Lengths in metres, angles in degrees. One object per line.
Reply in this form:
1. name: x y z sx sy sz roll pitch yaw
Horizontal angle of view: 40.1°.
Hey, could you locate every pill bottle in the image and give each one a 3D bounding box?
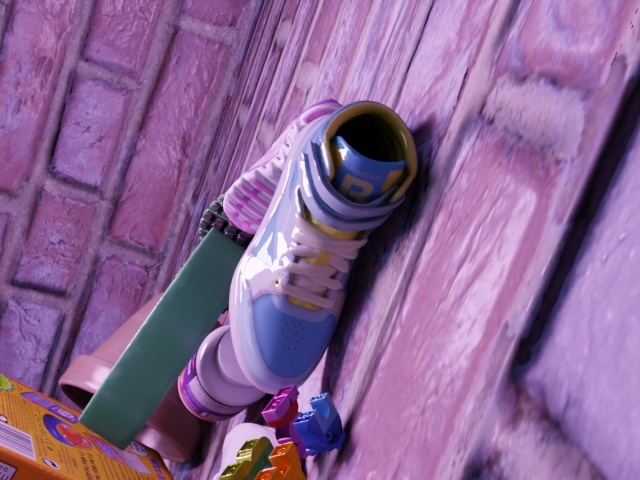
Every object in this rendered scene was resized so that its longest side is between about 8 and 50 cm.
1. pill bottle: -0.120 0.173 1.165 0.193 0.108 0.108 134 150 -61

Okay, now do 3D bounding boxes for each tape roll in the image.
1. tape roll: -0.210 0.133 1.214 0.321 0.077 0.321 -55 4 6

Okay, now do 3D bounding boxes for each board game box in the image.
1. board game box: -0.437 0.450 1.269 0.356 0.356 0.356 -58 24 -4

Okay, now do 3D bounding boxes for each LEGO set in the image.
1. LEGO set: -0.027 0.223 0.795 0.087 0.093 0.227 -20 13 30

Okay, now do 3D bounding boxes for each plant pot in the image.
1. plant pot: -0.278 0.224 1.519 0.229 0.263 0.263 -58 7 -26

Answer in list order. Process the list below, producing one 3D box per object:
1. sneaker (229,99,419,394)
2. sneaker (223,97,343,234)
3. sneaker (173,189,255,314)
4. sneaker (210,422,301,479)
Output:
1. sneaker: 0.000 0.000 0.883 0.208 0.127 0.319 155 130 -73
2. sneaker: -0.036 -0.104 1.179 0.236 0.095 0.104 -43 18 27
3. sneaker: -0.123 -0.019 1.369 0.343 0.134 0.146 -42 17 50
4. sneaker: -0.089 0.281 0.878 0.297 0.129 0.111 -100 29 -64
